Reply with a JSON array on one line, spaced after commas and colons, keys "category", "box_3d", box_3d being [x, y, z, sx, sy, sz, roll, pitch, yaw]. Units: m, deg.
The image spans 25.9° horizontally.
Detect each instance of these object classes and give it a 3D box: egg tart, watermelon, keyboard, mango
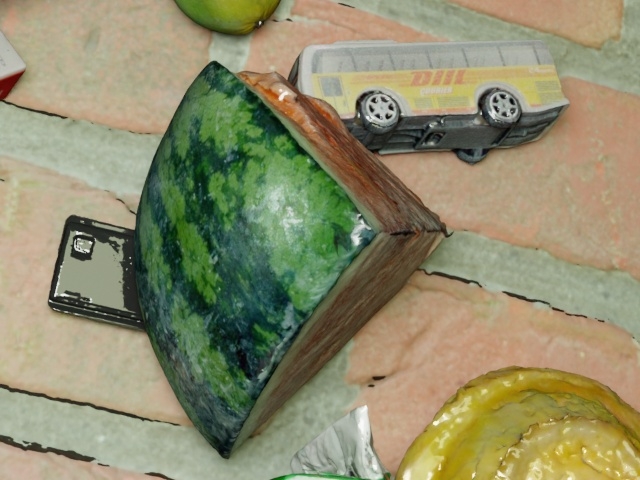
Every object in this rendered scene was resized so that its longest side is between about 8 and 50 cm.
[{"category": "egg tart", "box_3d": [0.199, 0.239, 1.213, 0.288, 0.118, 0.288, 3, 76, -13]}, {"category": "watermelon", "box_3d": [-0.040, 0.015, 1.176, 0.250, 0.292, 0.283, -36, 55, 13]}, {"category": "keyboard", "box_3d": [-0.117, 0.042, 1.214, 0.230, 0.025, 0.093, 15, 71, -13]}, {"category": "mango", "box_3d": [-0.089, -0.281, 1.286, 0.122, 0.085, 0.191, -1, 75, -15]}]

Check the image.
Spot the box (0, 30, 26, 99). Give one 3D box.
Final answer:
[{"category": "box", "box_3d": [-0.358, -0.144, 1.129, 0.123, 0.050, 0.229, 52, 40, 2]}]

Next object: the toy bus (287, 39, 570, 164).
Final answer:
[{"category": "toy bus", "box_3d": [0.095, -0.132, 1.302, 0.268, 0.092, 0.106, -4, 67, -19]}]

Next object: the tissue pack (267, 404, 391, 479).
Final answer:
[{"category": "tissue pack", "box_3d": [0.007, 0.225, 1.100, 0.148, 0.209, 0.156, 12, 70, -14]}]
